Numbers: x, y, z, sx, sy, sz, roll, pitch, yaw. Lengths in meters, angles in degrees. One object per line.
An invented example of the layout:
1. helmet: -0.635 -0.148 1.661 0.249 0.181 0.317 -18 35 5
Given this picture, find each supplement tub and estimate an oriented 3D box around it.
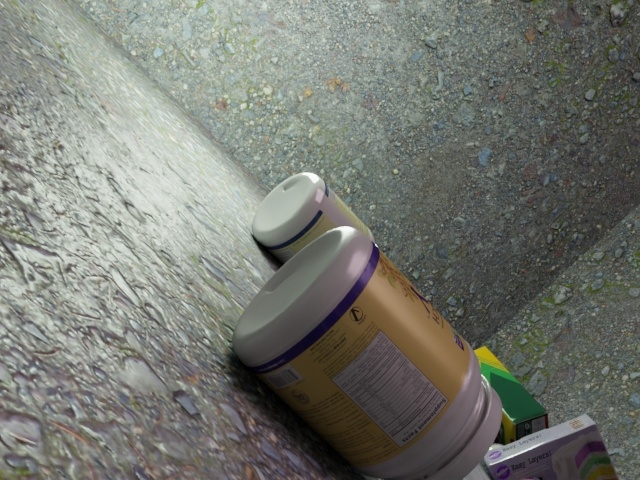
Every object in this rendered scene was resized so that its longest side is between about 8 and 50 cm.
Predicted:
1. supplement tub: 0.000 0.000 1.871 0.325 0.235 0.235 45 5 -30
2. supplement tub: 0.068 0.171 0.961 0.331 0.241 0.241 46 4 -13

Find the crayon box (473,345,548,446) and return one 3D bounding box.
1. crayon box: 0.508 0.529 1.910 0.313 0.106 0.362 -124 -161 -61

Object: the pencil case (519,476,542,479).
1. pencil case: 0.439 0.590 1.262 0.160 0.167 0.386 45 5 -7

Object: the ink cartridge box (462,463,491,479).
1. ink cartridge box: 0.232 0.428 1.388 0.330 0.071 0.324 44 3 -1

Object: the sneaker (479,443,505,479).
1. sneaker: 0.455 0.597 1.674 0.321 0.126 0.127 58 5 -19

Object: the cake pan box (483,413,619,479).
1. cake pan box: 0.516 0.544 1.521 0.070 0.267 0.245 -72 140 -86
